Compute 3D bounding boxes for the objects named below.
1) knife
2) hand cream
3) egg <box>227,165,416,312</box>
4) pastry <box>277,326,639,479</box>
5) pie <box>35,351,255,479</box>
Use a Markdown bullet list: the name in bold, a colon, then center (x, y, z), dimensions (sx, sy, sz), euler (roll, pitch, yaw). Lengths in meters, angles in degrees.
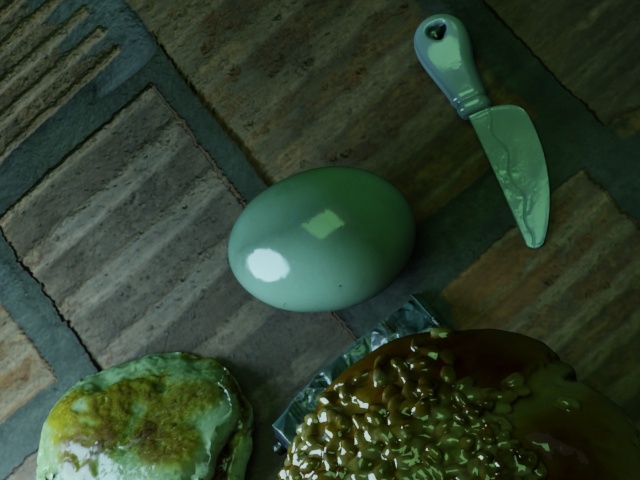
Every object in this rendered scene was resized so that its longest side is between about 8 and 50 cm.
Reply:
- **knife**: center (0.209, -0.139, 1.879), dimensions (0.080, 0.044, 0.331), euler (-28, 66, 3)
- **hand cream**: center (0.038, 0.160, 1.817), dimensions (0.248, 0.052, 0.075), euler (-43, 59, 2)
- **egg**: center (0.000, 0.000, 1.833), dimensions (0.231, 0.168, 0.168), euler (-13, 64, 20)
- **pastry**: center (0.144, 0.276, 1.609), dimensions (0.410, 0.245, 0.409), euler (-8, 68, 21)
- **pie**: center (-0.209, 0.242, 1.878), dimensions (0.274, 0.105, 0.257), euler (8, 58, 24)
